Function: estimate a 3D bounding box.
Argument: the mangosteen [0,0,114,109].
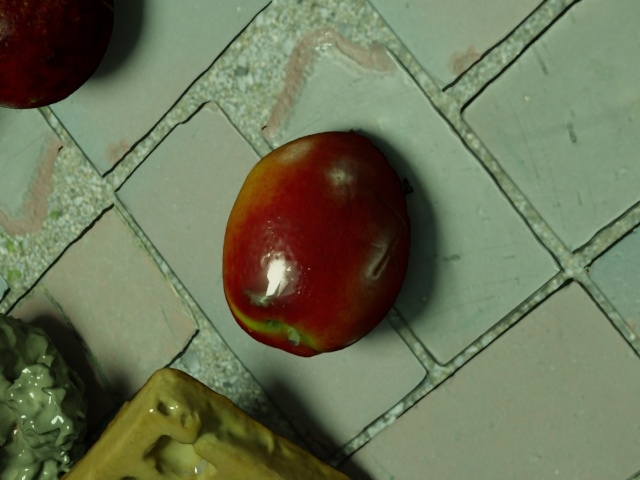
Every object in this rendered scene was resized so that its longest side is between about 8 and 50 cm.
[{"bbox_3d":[-0.333,-0.232,1.714,0.215,0.215,0.257,51,153,9],"label":"mangosteen"}]

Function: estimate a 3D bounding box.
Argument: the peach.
[{"bbox_3d":[0.000,0.000,1.608,0.196,0.226,0.190,25,157,-13],"label":"peach"}]

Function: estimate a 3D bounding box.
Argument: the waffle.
[{"bbox_3d":[-0.149,0.316,1.721,0.304,0.077,0.348,33,122,-19],"label":"waffle"}]

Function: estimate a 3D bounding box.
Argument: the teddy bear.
[{"bbox_3d":[-0.361,0.266,1.851,0.367,0.224,0.357,57,141,4],"label":"teddy bear"}]
